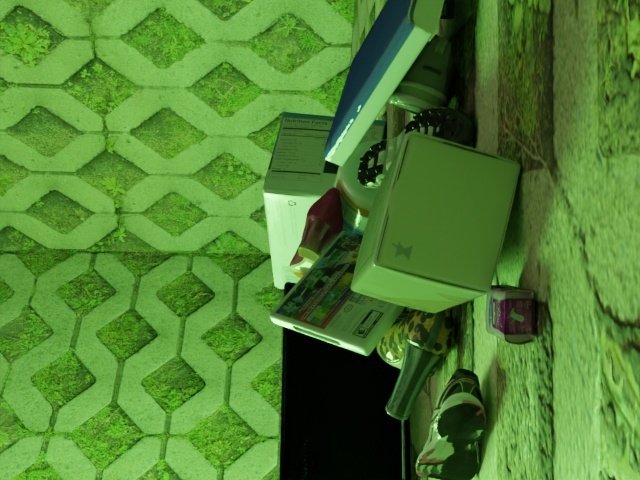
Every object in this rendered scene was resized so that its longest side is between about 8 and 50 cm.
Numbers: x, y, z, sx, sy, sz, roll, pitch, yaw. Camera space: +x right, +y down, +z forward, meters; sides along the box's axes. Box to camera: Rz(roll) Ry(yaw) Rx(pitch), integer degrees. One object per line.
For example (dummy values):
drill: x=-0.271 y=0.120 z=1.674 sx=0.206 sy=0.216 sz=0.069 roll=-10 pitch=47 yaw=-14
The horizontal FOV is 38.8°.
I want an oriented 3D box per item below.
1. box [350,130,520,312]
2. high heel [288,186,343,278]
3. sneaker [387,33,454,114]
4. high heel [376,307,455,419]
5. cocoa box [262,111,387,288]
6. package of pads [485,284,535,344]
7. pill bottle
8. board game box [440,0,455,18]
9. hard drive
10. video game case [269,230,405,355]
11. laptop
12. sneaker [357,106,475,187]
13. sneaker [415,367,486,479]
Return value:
box: x=0.117 y=-0.007 z=1.035 sx=0.311 sy=0.121 sz=0.148 roll=107 pitch=179 yaw=-83
high heel: x=0.000 y=0.000 z=1.548 sx=0.244 sy=0.082 sz=0.117 roll=80 pitch=-147 yaw=-70
sneaker: x=0.153 y=-0.239 z=1.319 sx=0.281 sy=0.105 sz=0.115 roll=-110 pitch=42 yaw=-77
high heel: x=0.150 y=0.116 z=1.317 sx=0.261 sy=0.093 sz=0.186 roll=-77 pitch=6 yaw=-65
cocoa box: x=0.020 y=-0.072 z=1.948 sx=0.347 sy=0.231 sz=0.228 roll=86 pitch=-168 yaw=-53
package of pads: x=0.180 y=0.070 z=0.869 sx=0.083 sy=0.031 sz=0.050 roll=-150 pitch=59 yaw=-88
pill bottle: x=0.082 y=-0.032 z=1.584 sx=0.272 sy=0.152 sz=0.152 roll=106 pitch=167 yaw=-53
board game box: x=0.173 y=-0.425 z=1.310 sx=0.136 sy=0.035 sz=0.201 roll=-97 pitch=8 yaw=-73
hard drive: x=0.094 y=-0.269 z=1.260 sx=0.319 sy=0.040 sz=0.210 roll=126 pitch=163 yaw=-58
video game case: x=0.051 y=0.073 z=1.364 sx=0.201 sy=0.183 sz=0.023 roll=-49 pitch=-44 yaw=-30
laptop: x=0.043 y=0.312 z=1.699 sx=0.408 sy=0.236 sz=0.382 roll=98 pitch=173 yaw=-73
sneaker: x=0.149 y=-0.113 z=1.222 sx=0.234 sy=0.106 sz=0.078 roll=-24 pitch=52 yaw=59
sneaker: x=0.161 y=0.218 z=1.065 sx=0.178 sy=0.071 sz=0.077 roll=105 pitch=180 yaw=-46
